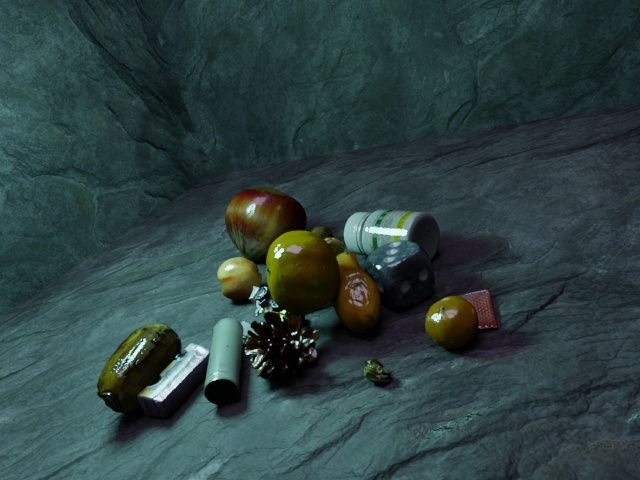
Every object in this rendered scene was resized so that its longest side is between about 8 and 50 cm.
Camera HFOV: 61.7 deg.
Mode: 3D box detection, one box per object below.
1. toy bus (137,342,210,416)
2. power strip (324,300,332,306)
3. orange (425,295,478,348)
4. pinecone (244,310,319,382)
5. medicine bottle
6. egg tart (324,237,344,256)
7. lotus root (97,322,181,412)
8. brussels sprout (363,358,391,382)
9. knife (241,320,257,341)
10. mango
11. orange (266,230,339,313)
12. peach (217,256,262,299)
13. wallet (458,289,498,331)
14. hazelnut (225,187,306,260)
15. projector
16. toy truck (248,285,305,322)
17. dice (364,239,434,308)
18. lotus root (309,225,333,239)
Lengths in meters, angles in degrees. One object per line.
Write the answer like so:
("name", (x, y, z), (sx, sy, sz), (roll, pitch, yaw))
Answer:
("toy bus", (-0.460, 0.452, 1.745), (0.113, 0.090, 0.274), (2, 30, 30))
("power strip", (-0.004, 0.221, 1.991), (0.192, 0.035, 0.081), (-18, 23, 1))
("orange", (0.375, 0.232, 1.544), (0.156, 0.124, 0.156), (-30, 38, 27))
("pinecone", (-0.128, 0.322, 1.661), (0.203, 0.201, 0.228), (-11, 45, 53))
("medicine bottle", (0.271, -0.017, 2.095), (0.340, 0.208, 0.208), (8, 34, 46))
("egg tart", (-0.016, 0.115, 2.032), (0.319, 0.128, 0.319), (-33, -14, -10))
("lotus root", (-0.598, 0.412, 1.801), (0.180, 0.195, 0.397), (-6, 26, 19))
("brussels sprout", (0.160, 0.372, 1.506), (0.085, 0.058, 0.085), (11, 5, -1))
("knife", (-0.222, 0.342, 1.874), (0.073, 0.040, 0.266), (-47, 32, -18))
("mango", (0.109, 0.176, 1.811), (0.144, 0.186, 0.359), (8, 24, -17))
("orange", (-0.060, 0.105, 1.758), (0.236, 0.278, 0.279), (-1, 21, -10))
("peach", (-0.331, 0.157, 2.204), (0.184, 0.184, 0.184), (-16, 23, 7))
("wallet", (0.481, 0.218, 1.650), (0.103, 0.020, 0.196), (-14, 24, 15))
("hazelnut", (-0.269, -0.087, 2.504), (0.359, 0.358, 0.410), (-34, 19, -32))
("projector", (-0.312, 0.385, 1.747), (0.108, 0.108, 0.337), (-17, 25, 3))
("toy truck", (-0.170, 0.251, 1.932), (0.111, 0.136, 0.286), (-50, 32, -16))
("dice", (0.269, 0.114, 1.835), (0.183, 0.181, 0.182), (-28, 25, -18))
("lotus root", (0.000, 0.000, 2.373), (0.120, 0.120, 0.209), (-8, 26, 24))
